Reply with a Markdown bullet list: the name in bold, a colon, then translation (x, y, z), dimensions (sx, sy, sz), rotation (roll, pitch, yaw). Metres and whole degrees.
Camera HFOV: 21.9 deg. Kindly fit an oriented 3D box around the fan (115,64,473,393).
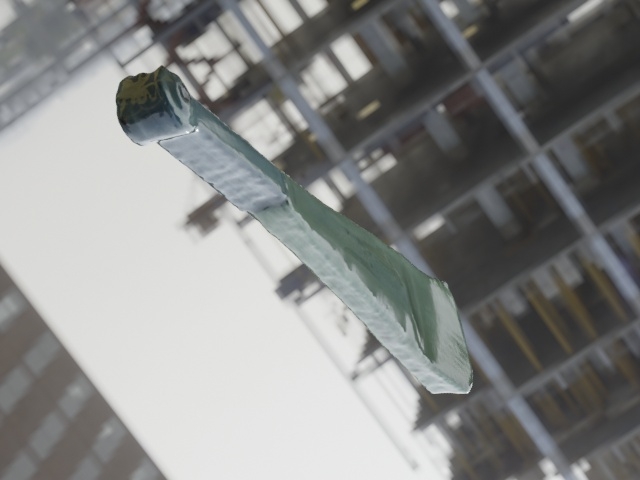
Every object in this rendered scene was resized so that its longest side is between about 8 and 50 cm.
- **fan**: translation (0.000, 0.000, 0.435), dimensions (0.016, 0.038, 0.193), rotation (-18, 153, 19)
